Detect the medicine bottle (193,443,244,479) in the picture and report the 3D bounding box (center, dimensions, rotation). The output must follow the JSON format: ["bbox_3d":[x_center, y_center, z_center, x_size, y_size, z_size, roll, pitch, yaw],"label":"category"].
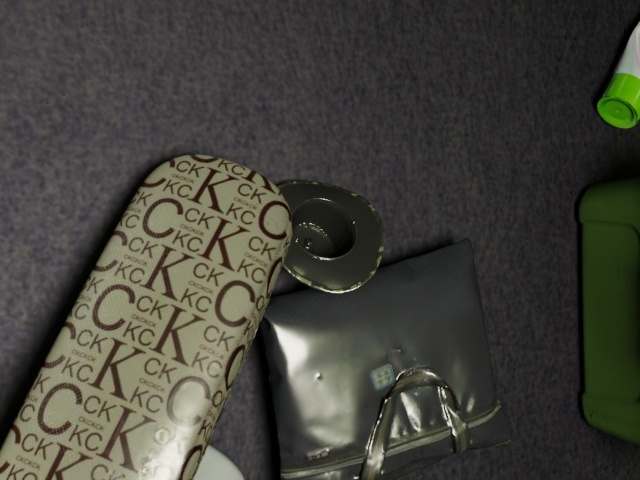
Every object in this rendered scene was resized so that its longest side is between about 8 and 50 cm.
[{"bbox_3d":[-0.125,0.230,0.685,0.080,0.080,0.130,50,51,-19],"label":"medicine bottle"}]

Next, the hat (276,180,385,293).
[{"bbox_3d":[0.000,0.000,0.773,0.121,0.050,0.121,6,60,-10],"label":"hat"}]

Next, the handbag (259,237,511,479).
[{"bbox_3d":[0.061,0.127,0.795,0.254,0.088,0.211,-14,92,-25],"label":"handbag"}]

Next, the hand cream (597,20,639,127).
[{"bbox_3d":[0.409,-0.242,0.999,0.275,0.050,0.079,-52,139,-22],"label":"hand cream"}]

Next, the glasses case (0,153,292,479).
[{"bbox_3d":[-0.132,0.091,0.659,0.137,0.085,0.355,20,68,5],"label":"glasses case"}]

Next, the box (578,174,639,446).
[{"bbox_3d":[0.411,0.075,0.928,0.252,0.177,0.329,-1,89,-29],"label":"box"}]
